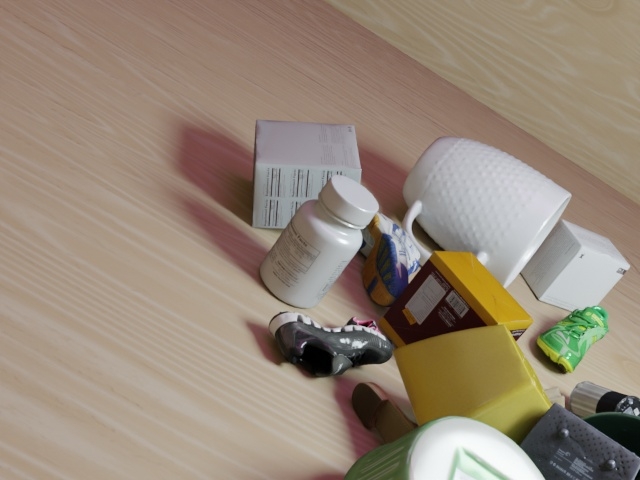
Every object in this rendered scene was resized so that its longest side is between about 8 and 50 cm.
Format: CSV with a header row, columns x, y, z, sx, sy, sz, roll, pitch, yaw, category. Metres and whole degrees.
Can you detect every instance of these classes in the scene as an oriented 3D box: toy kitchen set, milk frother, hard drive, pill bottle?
x,y,z,sx,sy,sz,roll,pitch,yaw,category
0.443,0.344,1.967,0.083,0.075,0.068,-12,33,-3,toy kitchen set
0.554,0.367,1.998,0.143,0.129,0.135,-15,12,-24,milk frother
0.355,0.394,1.528,0.172,0.254,0.054,33,3,10,hard drive
0.000,0.000,1.789,0.131,0.229,0.131,28,26,-15,pill bottle

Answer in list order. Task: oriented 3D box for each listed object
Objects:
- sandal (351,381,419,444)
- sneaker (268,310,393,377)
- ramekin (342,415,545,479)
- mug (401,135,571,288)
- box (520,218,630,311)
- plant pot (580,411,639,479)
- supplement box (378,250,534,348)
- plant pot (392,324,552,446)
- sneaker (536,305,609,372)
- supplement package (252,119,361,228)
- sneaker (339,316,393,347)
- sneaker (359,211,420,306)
x,y,z,sx,sy,sz,roll,pitch,yaw,category
0.145,0.315,1.593,0.079,0.088,0.240,3,35,-39,sandal
0.026,0.192,1.678,0.234,0.078,0.106,16,34,-28,sneaker
0.185,0.389,1.354,0.303,0.148,0.303,21,46,-23,ramekin
0.342,-0.058,2.306,0.328,0.276,0.374,36,56,14,mug
0.634,0.070,2.488,0.181,0.182,0.119,19,28,-30,box
0.519,0.444,1.615,0.235,0.293,0.293,25,26,-44,plant pot
0.251,0.155,1.868,0.129,0.194,0.191,2,41,-49,supplement box
0.266,0.263,1.623,0.212,0.187,0.212,53,11,-37,plant pot
0.578,0.207,2.254,0.109,0.123,0.295,42,27,12,sneaker
-0.032,-0.130,1.986,0.203,0.149,0.194,3,32,-5,supplement package
0.091,0.171,1.809,0.119,0.057,0.047,21,27,-30,sneaker
0.158,0.040,2.049,0.131,0.112,0.296,25,28,-21,sneaker
